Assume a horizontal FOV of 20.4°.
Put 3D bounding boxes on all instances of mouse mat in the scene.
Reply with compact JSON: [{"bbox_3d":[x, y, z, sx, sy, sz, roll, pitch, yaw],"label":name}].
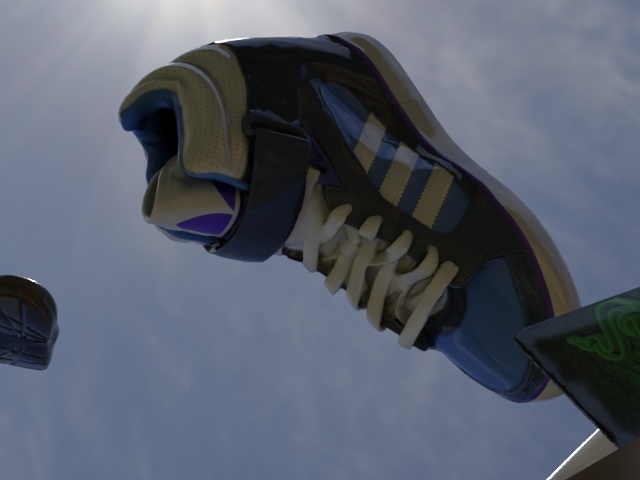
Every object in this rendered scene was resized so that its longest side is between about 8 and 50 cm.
[{"bbox_3d":[0.195,0.057,0.868,0.152,0.007,0.190,-19,-157,-10],"label":"mouse mat"}]

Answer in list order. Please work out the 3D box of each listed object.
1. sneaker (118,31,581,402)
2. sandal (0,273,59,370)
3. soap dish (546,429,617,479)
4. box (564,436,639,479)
[{"bbox_3d":[0.000,-0.001,1.169,0.323,0.236,0.130,56,-40,23],"label":"sneaker"},{"bbox_3d":[-0.260,0.060,1.491,0.219,0.090,0.060,124,-18,-66],"label":"sandal"},{"bbox_3d":[0.278,0.189,1.218,0.229,0.291,0.118,-8,-74,37],"label":"soap dish"},{"bbox_3d":[0.129,0.064,0.550,0.164,0.201,0.021,-27,-95,-12],"label":"box"}]
